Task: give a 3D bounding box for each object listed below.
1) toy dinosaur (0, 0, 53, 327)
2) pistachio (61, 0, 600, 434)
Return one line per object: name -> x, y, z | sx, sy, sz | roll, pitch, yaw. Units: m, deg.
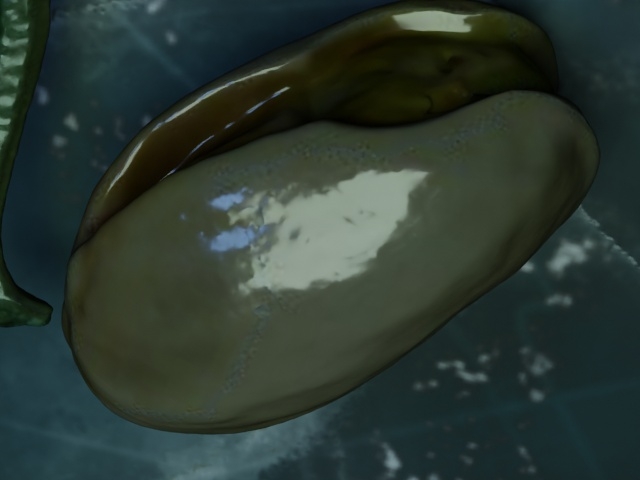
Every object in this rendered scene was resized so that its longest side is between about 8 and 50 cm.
toy dinosaur -> -0.187, -0.192, 0.853 | 0.301, 0.087, 0.447 | -35, 104, 23
pistachio -> 0.000, 0.000, 0.881 | 0.288, 0.166, 0.197 | -24, 138, 14
